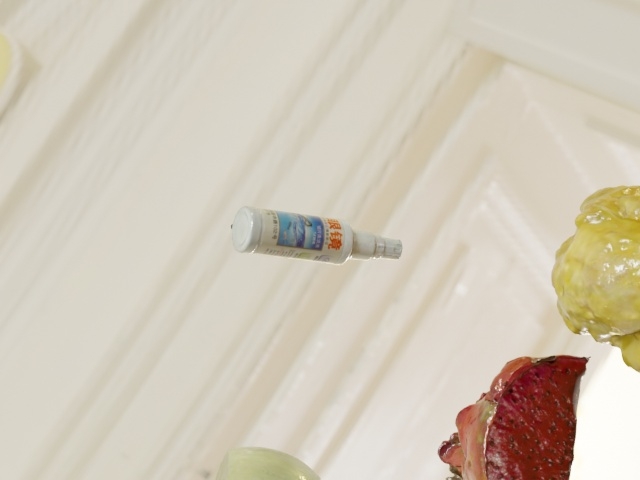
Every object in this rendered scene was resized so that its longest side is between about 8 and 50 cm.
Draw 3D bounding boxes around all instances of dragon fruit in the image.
[{"bbox_3d":[0.212,0.265,1.981,0.134,0.211,0.262,17,-113,-15],"label":"dragon fruit"}]

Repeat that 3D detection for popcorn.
[{"bbox_3d":[0.354,0.033,1.805,0.190,0.253,0.191,38,-95,-35],"label":"popcorn"}]

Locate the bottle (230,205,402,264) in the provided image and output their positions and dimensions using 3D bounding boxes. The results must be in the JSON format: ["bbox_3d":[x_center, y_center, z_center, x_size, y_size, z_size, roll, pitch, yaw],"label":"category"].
[{"bbox_3d":[0.000,0.000,1.964,0.217,0.060,0.060,9,-73,-28],"label":"bottle"}]

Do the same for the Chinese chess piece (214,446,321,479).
[{"bbox_3d":[-0.068,0.298,1.437,0.238,0.092,0.237,-162,90,-86],"label":"Chinese chess piece"}]
